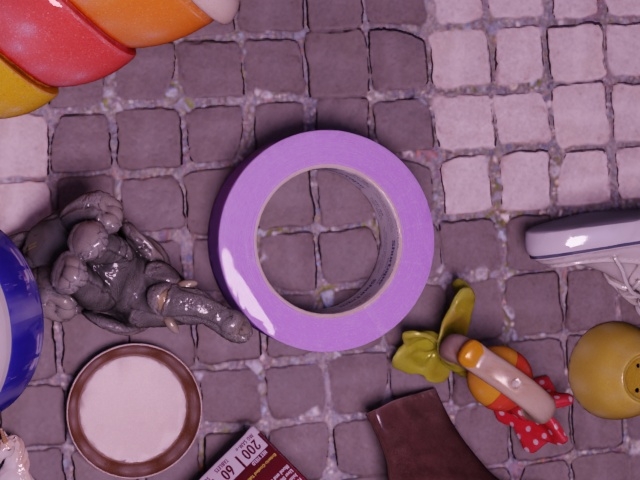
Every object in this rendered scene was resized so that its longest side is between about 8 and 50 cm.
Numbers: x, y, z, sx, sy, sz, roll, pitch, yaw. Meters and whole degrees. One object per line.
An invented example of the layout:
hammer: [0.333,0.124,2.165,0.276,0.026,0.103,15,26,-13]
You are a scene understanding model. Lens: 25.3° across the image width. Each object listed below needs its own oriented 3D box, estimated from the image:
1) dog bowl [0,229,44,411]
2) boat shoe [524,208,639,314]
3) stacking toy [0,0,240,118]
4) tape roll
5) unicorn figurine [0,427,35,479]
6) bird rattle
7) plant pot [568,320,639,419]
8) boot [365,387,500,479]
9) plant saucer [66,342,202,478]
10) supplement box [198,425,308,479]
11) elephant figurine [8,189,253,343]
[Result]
dog bowl: [-0.450,0.093,1.612,0.265,0.104,0.265,3,99,21]
boat shoe: [0.441,0.036,1.889,0.367,0.136,0.156,-6,96,-23]
stacking toy: [-0.365,-0.263,1.628,0.480,0.350,0.350,-38,100,7]
tape roll: [0.000,0.000,1.793,0.275,0.090,0.275,0,92,-13]
unicorn figurine: [-0.368,0.306,1.731,0.162,0.060,0.111,41,81,-27]
bird rattle: [0.218,0.182,1.795,0.253,0.207,0.143,45,86,-6]
plant pot: [0.410,0.177,1.892,0.134,0.095,0.134,0,91,-13]
boot: [0.187,0.286,1.842,0.248,0.090,0.207,-9,74,-37]
plant saucer: [-0.232,0.211,1.771,0.168,0.029,0.168,0,91,-13]
supplement box: [-0.043,0.360,1.754,0.239,0.073,0.130,43,81,13]
elephant figurine: [-0.230,0.056,1.713,0.239,0.186,0.169,28,121,-38]
